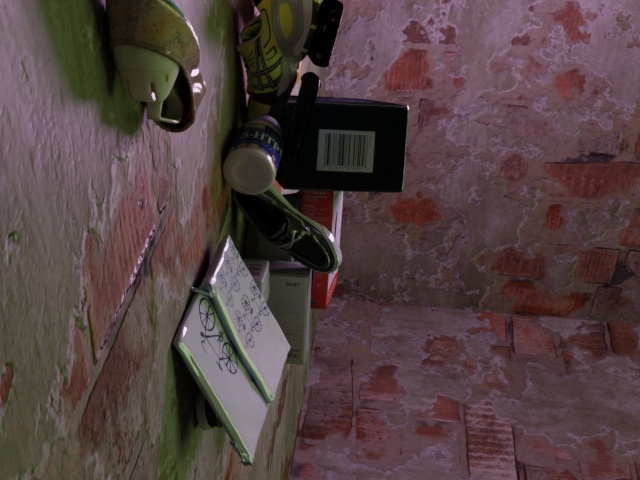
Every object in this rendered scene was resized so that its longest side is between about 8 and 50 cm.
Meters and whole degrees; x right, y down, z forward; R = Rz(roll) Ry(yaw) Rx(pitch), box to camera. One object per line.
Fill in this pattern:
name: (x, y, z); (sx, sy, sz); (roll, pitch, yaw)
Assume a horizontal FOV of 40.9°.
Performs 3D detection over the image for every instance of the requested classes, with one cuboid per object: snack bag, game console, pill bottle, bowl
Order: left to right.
snack bag: (-0.160, 0.205, 1.660); (0.342, 0.037, 0.323); (-71, 142, -56)
pill bottle: (-0.139, -0.191, 1.844); (0.186, 0.112, 0.112); (-80, 173, -53)
bowl: (-0.113, 0.009, 2.197); (0.298, 0.134, 0.297); (5, 90, -85)
game console: (-0.022, -0.344, 1.857); (0.213, 0.044, 0.361); (-103, -152, -71)

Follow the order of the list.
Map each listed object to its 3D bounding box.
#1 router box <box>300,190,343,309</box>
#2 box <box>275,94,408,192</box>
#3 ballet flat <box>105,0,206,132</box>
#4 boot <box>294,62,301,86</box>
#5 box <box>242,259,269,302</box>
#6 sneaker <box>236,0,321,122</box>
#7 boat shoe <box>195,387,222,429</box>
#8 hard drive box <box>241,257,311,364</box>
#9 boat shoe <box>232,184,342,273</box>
router box: (0.000, 0.000, 2.244); (0.335, 0.082, 0.301); (-56, 150, -80)
box: (0.028, -0.252, 2.168); (0.395, 0.294, 0.211); (-133, -136, -75)
ballet flat: (-0.206, -0.216, 1.107); (0.316, 0.108, 0.106); (67, 35, -77)
boot: (-0.074, -0.484, 1.989); (0.211, 0.104, 0.295); (-141, -141, -63)
box: (-0.166, 0.101, 1.855); (0.101, 0.102, 0.087); (-78, 169, -63)
sneaker: (-0.115, -0.403, 1.880); (0.384, 0.147, 0.145); (115, -15, -45)
boat shoe: (-0.164, 0.269, 1.821); (0.340, 0.113, 0.127); (-66, 149, -63)
hard drive box: (-0.115, 0.168, 2.046); (0.089, 0.181, 0.232); (-74, 168, -68)
boat shoe: (-0.078, -0.025, 1.942); (0.108, 0.301, 0.102); (-40, -170, 25)
